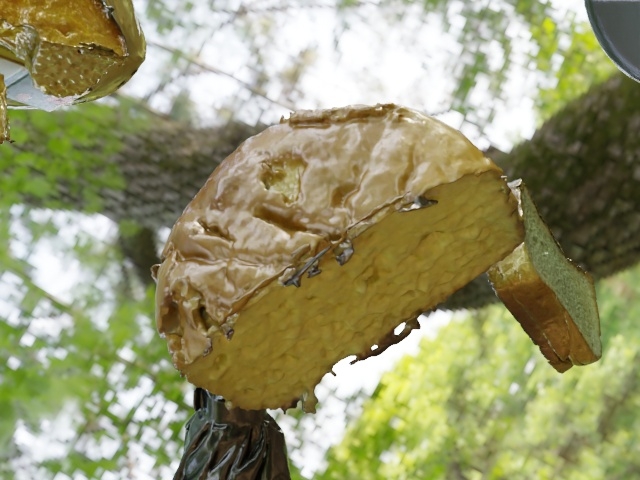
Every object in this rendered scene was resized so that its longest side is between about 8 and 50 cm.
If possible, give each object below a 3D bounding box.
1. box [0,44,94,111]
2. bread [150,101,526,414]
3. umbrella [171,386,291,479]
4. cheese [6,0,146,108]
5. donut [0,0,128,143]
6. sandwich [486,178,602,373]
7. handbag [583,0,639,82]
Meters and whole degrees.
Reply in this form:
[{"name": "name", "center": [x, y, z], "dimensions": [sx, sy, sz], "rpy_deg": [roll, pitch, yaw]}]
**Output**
[{"name": "box", "center": [-0.346, -0.186, 1.354], "dimensions": [0.132, 0.235, 0.034], "rpy_deg": [-9, 65, 60]}, {"name": "bread", "center": [0.002, -0.004, 0.989], "dimensions": [0.260, 0.147, 0.160], "rpy_deg": [-38, -33, 10]}, {"name": "umbrella", "center": [-0.070, 0.109, 1.197], "dimensions": [0.118, 0.118, 0.340], "rpy_deg": [-27, -54, -63]}, {"name": "cheese", "center": [-0.362, -0.265, 1.584], "dimensions": [0.128, 0.315, 0.260], "rpy_deg": [-48, -57, -75]}, {"name": "donut", "center": [-0.243, -0.143, 1.021], "dimensions": [0.181, 0.146, 0.078], "rpy_deg": [-45, 4, -38]}, {"name": "sandwich", "center": [0.281, 0.049, 1.775], "dimensions": [0.065, 0.215, 0.186], "rpy_deg": [-27, 29, 22]}, {"name": "handbag", "center": [0.382, -0.302, 1.483], "dimensions": [0.093, 0.253, 0.308], "rpy_deg": [-29, -61, -39]}]
